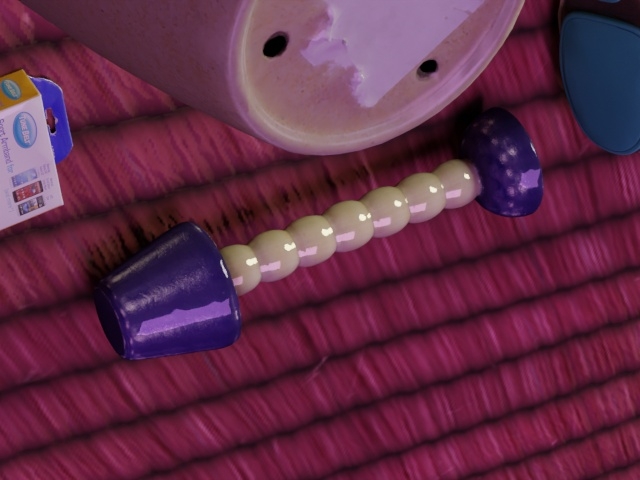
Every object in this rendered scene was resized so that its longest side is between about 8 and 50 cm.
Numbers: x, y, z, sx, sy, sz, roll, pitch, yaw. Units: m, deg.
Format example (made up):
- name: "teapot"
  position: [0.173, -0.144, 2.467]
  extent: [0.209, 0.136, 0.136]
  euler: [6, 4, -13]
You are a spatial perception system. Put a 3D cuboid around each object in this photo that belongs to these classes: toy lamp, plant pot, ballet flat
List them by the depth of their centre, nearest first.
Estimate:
- name: "plant pot"
  position: [-0.040, -0.166, 0.741]
  extent: [0.256, 0.274, 0.256]
  euler: [-22, 139, -20]
- name: "ballet flat"
  position: [0.181, -0.153, 1.096]
  extent: [0.086, 0.086, 0.248]
  euler: [-30, 141, -9]
- name: "toy lamp"
  position: [0.000, 0.000, 1.104]
  extent: [0.274, 0.080, 0.080]
  euler: [-20, 139, -19]

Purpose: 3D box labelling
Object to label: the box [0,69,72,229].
- name: "box"
  position: [-0.189, -0.034, 0.962]
  extent: [0.136, 0.028, 0.081]
  euler: [-22, 140, -16]
